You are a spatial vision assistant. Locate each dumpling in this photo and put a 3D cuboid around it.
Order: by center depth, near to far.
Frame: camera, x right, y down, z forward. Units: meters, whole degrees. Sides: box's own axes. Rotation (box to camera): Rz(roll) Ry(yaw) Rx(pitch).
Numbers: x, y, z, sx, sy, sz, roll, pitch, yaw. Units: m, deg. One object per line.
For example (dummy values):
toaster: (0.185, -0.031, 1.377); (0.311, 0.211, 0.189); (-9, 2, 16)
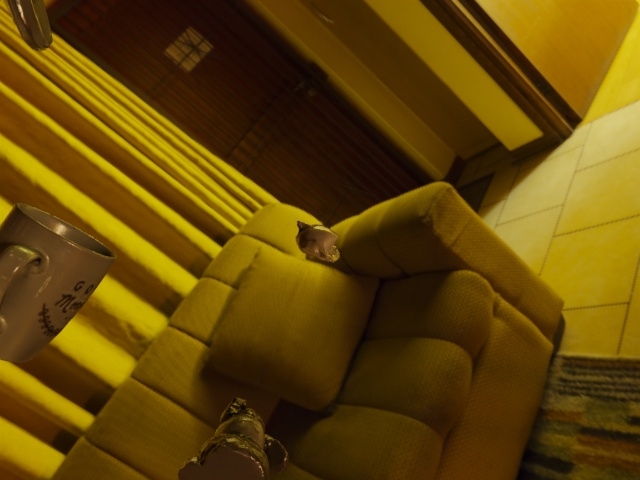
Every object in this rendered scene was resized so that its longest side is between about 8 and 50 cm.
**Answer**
dumpling: (-0.001, 0.000, 1.457); (0.176, 0.150, 0.093); (18, 97, 37)

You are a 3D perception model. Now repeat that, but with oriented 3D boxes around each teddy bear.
teddy bear: (-0.151, 0.422, 0.924); (0.144, 0.171, 0.251); (-57, -4, 1)

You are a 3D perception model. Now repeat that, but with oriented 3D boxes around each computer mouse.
computer mouse: (-0.789, -0.664, 1.251); (0.094, 0.331, 0.197); (-12, 11, -9)

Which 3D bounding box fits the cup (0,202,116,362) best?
cup: (-0.499, 0.078, 0.812); (0.234, 0.186, 0.258); (-59, 8, -8)
